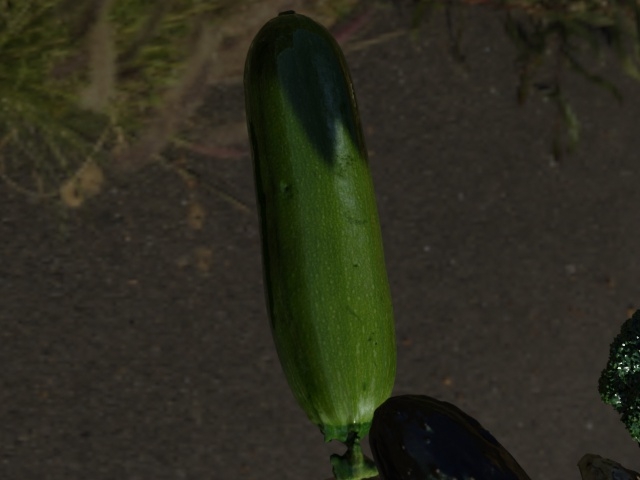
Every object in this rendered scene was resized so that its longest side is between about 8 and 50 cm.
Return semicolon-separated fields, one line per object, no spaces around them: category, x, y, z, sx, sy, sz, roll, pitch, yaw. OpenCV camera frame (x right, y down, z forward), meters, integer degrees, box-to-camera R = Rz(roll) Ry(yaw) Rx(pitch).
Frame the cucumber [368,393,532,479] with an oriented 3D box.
cucumber;0.118;0.204;0.660;0.303;0.081;0.072;63;1;1

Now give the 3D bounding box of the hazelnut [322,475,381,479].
hazelnut;0.047;0.500;1.929;0.315;0.372;0.372;-58;133;-60

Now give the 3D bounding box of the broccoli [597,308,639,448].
broccoli;0.359;0.126;1.310;0.156;0.195;0.195;134;-46;-86

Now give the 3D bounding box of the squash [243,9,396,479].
squash;0.000;0.000;1.063;0.101;0.101;0.378;10;65;-54

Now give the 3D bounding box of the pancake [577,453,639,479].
pancake;0.271;0.307;0.887;0.382;0.071;0.382;54;13;-19
